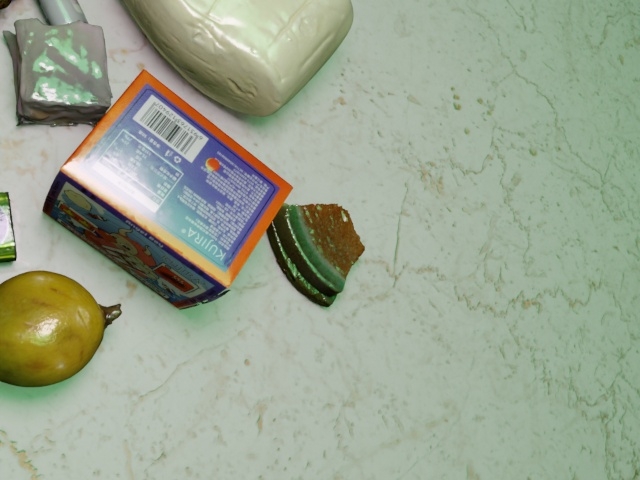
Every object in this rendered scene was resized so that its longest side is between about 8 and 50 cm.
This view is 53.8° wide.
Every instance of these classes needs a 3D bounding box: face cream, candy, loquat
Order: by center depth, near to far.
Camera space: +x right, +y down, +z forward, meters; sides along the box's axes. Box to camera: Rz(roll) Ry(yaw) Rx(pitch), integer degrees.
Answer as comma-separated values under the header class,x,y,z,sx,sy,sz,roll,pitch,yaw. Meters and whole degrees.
class,x,y,z,sx,sy,sz,roll,pitch,yaw
loquat,-0.482,0.156,1.134,0.246,0.213,0.213,-10,85,-24
candy,-0.520,-0.328,1.250,0.185,0.137,0.195,-3,84,-29
face cream,-0.567,-0.552,1.288,0.073,0.107,0.269,-26,94,-8

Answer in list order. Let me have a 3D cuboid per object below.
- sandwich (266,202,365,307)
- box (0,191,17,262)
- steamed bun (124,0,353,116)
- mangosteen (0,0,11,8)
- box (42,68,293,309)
class,x,y,z,sx,sy,sz,roll,pitch,yaw
sandwich,-0.005,0.013,1.480,0.212,0.109,0.291,-14,87,-30
box,-0.725,-0.007,1.095,0.346,0.097,0.134,-6,83,-29
steamed bun,-0.195,-0.507,1.380,0.456,0.290,0.371,44,69,-12
mangosteen,-0.671,-0.534,1.172,0.243,0.243,0.242,6,77,-28
box,-0.303,-0.076,1.213,0.349,0.319,0.256,38,64,-18
